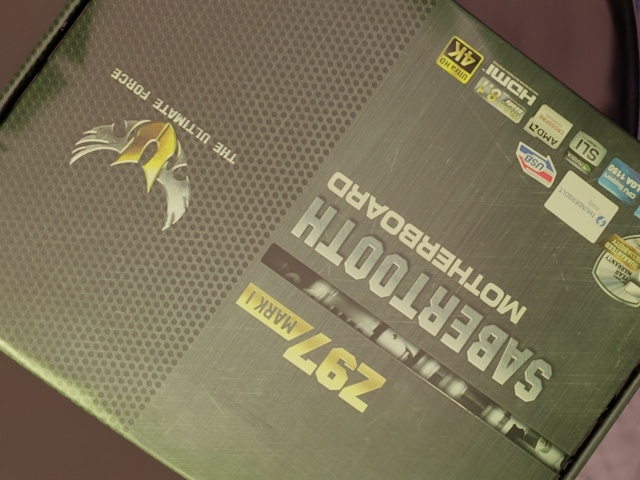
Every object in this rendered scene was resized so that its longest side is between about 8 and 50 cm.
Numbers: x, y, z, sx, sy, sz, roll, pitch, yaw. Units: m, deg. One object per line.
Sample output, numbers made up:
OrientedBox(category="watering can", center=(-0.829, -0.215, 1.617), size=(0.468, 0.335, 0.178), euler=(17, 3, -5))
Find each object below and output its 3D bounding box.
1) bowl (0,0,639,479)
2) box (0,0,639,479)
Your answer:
OrientedBox(category="bowl", center=(-0.055, -0.057, 0.646), size=(0.391, 0.077, 0.391), euler=(0, 93, -6))
OrientedBox(category="box", center=(0.000, 0.000, 0.586), size=(0.232, 0.059, 0.183), euler=(37, 90, -6))
